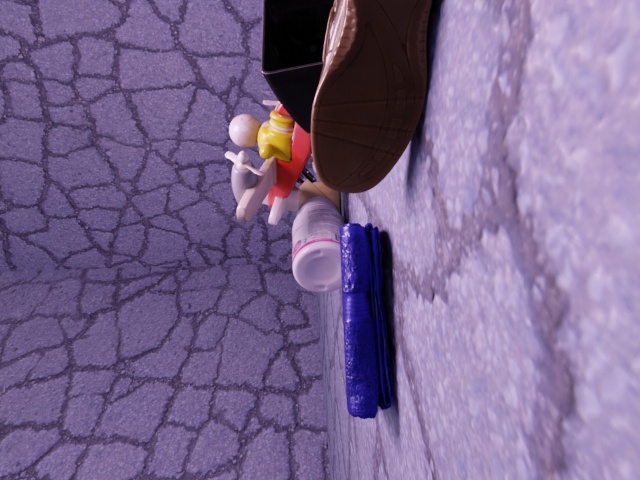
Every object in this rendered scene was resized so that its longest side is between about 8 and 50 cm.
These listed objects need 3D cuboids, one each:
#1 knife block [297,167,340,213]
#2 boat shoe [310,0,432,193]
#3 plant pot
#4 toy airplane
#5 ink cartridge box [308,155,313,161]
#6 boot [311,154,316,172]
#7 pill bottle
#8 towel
[{"bbox_3d":[-0.056,-0.122,1.376,0.088,0.242,0.275,145,123,-87],"label":"knife block"},{"bbox_3d":[0.060,-0.223,0.480,0.123,0.124,0.341,-83,-1,-56],"label":"boat shoe"},{"bbox_3d":[0.018,-0.286,0.676,0.167,0.188,0.188,70,-166,-61],"label":"plant pot"},{"bbox_3d":[-0.126,-0.234,1.126,0.384,0.273,0.386,-61,9,2],"label":"toy airplane"},{"bbox_3d":[0.004,-0.279,1.351,0.063,0.115,0.029,116,152,-83],"label":"ink cartridge box"},{"bbox_3d":[-0.004,-0.421,1.810,0.123,0.095,0.258,103,158,-53],"label":"boot"},{"bbox_3d":[0.000,0.000,1.167,0.283,0.161,0.160,-96,5,-57],"label":"pill bottle"},{"bbox_3d":[0.077,0.128,0.734,0.227,0.076,0.308,43,-135,-85],"label":"towel"}]
